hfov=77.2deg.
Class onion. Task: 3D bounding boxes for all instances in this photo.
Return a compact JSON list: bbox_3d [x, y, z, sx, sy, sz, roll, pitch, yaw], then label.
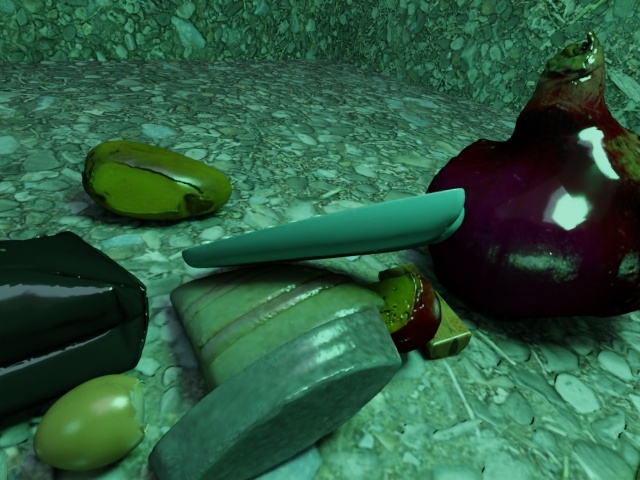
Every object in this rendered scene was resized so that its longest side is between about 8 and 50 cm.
[{"bbox_3d":[0.373,-0.092,0.638,0.399,0.419,0.398,-1,38,1],"label":"onion"}]

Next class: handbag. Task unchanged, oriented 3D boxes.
[{"bbox_3d":[-0.391,0.072,0.446,0.343,0.152,0.288,-14,27,-33],"label":"handbag"}]

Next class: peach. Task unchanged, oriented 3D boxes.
[{"bbox_3d":[0.074,0.106,0.528,0.173,0.127,0.092,-7,66,-5],"label":"peach"}]

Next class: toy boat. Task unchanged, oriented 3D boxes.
[{"bbox_3d":[-0.057,0.108,0.460,0.276,0.111,0.293,-18,42,-2],"label":"toy boat"}]

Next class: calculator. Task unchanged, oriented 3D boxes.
[{"bbox_3d":[0.000,0.000,0.559,0.387,0.054,0.256,-8,-4,19],"label":"calculator"}]

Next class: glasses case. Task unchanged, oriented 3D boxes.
[{"bbox_3d":[0.155,0.105,0.625,0.065,0.041,0.169,-13,38,-14],"label":"glasses case"}]

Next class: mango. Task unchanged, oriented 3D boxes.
[{"bbox_3d":[-0.303,-0.109,0.756,0.262,0.129,0.167,13,27,-6],"label":"mango"}]

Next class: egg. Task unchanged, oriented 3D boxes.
[{"bbox_3d":[-0.215,0.173,0.381,0.097,0.080,0.080,-10,37,-17],"label":"egg"}]

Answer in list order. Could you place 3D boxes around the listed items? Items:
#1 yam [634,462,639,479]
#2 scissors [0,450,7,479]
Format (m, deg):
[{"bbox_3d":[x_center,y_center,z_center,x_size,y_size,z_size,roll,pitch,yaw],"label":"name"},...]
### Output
[{"bbox_3d":[0.389,0.255,0.464,0.146,0.032,0.032,-23,45,-39],"label":"yam"},{"bbox_3d":[-0.282,0.223,0.352,0.036,0.006,0.083,-13,39,-29],"label":"scissors"}]
